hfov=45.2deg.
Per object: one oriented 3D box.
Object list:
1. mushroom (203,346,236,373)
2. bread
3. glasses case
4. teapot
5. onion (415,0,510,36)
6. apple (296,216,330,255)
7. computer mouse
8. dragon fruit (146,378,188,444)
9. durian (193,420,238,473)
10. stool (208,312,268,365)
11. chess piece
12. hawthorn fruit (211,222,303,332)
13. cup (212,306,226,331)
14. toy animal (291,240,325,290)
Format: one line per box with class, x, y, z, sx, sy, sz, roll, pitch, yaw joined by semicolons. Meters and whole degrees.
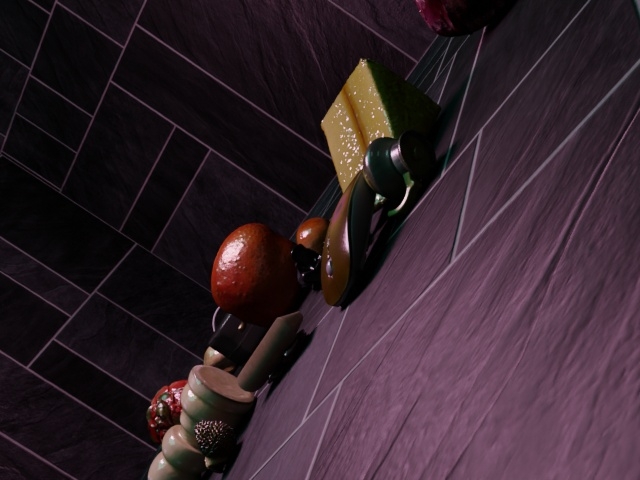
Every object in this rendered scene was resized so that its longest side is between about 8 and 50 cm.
mushroom;-0.331;0.400;2.603;0.148;0.112;0.148;-29;-17;-10
bread;0.101;-0.214;1.726;0.233;0.245;0.362;-55;2;34
glasses case;-0.083;0.241;1.615;0.102;0.070;0.193;-9;-42;-57
teapot;0.150;-0.127;1.454;0.119;0.130;0.166;-28;57;47
onion;0.376;-0.675;1.932;0.260;0.282;0.337;-16;39;26
apple;-0.001;-0.002;1.982;0.102;0.126;0.126;-38;10;15
computer mouse;0.053;-0.017;1.491;0.158;0.071;0.310;117;169;-49
dragon fruit;-0.333;0.442;1.963;0.192;0.193;0.274;-52;-19;6
durian;-0.201;0.408;1.552;0.071;0.110;0.140;-22;-8;-3
stool;-0.234;0.264;2.395;0.232;0.141;0.232;-56;5;8
chess piece;-0.285;0.442;1.721;0.300;0.167;0.167;-60;5;6
hawthorn fruit;-0.175;0.113;2.136;0.275;0.275;0.300;147;143;-77
cup;-0.242;0.266;2.604;0.202;0.221;0.167;-101;11;-87
toy animal;-0.036;0.072;1.887;0.121;0.117;0.210;-65;10;-21
